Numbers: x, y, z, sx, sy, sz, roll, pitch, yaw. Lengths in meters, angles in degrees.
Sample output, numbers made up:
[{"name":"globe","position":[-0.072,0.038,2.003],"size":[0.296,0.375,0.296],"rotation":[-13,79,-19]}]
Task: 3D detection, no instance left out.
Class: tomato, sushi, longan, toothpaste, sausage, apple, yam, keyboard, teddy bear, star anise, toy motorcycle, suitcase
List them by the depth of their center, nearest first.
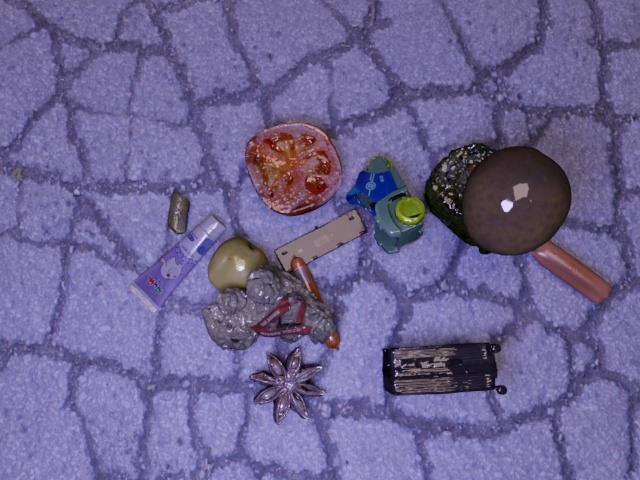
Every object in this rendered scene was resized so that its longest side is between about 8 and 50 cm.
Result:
[{"name":"longan","position":[0.563,-0.114,1.552],"size":[0.318,0.319,0.319],"rotation":[0,78,-1]},{"name":"suitcase","position":[0.363,0.399,1.644],"size":[0.334,0.229,0.152],"rotation":[-3,78,-2]},{"name":"teddy bear","position":[-0.188,0.247,1.656],"size":[0.367,0.357,0.224],"rotation":[-41,36,15]},{"name":"star anise","position":[-0.108,0.450,1.691],"size":[0.236,0.109,0.223],"rotation":[42,78,-7]},{"name":"apple","position":[-0.267,0.082,1.727],"size":[0.199,0.200,0.200],"rotation":[0,78,-1]},{"name":"sausage","position":[-0.019,0.205,1.757],"size":[0.053,0.053,0.348],"rotation":[-25,85,-6]},{"name":"toy motorcycle","position":[0.204,-0.127,1.787],"size":[0.199,0.191,0.327],"rotation":[-25,67,-6]},{"name":"sushi","position":[0.535,-0.155,1.788],"size":[0.352,0.178,0.294],"rotation":[44,82,7]},{"name":"toothpaste","position":[-0.469,0.069,1.789],"size":[0.125,0.080,0.371],"rotation":[44,88,4]},{"name":"sausage","position":[0.837,0.101,1.789],"size":[0.289,0.086,0.086],"rotation":[38,80,5]},{"name":"tomato","position":[-0.089,-0.228,1.813],"size":[0.338,0.144,0.339],"rotation":[1,76,-5]},{"name":"yam","position":[-0.484,-0.091,1.817],"size":[0.069,0.070,0.147],"rotation":[5,79,0]},{"name":"keyboard","position":[0.000,0.000,1.825],"size":[0.316,0.027,0.106],"rotation":[-27,84,-6]}]
